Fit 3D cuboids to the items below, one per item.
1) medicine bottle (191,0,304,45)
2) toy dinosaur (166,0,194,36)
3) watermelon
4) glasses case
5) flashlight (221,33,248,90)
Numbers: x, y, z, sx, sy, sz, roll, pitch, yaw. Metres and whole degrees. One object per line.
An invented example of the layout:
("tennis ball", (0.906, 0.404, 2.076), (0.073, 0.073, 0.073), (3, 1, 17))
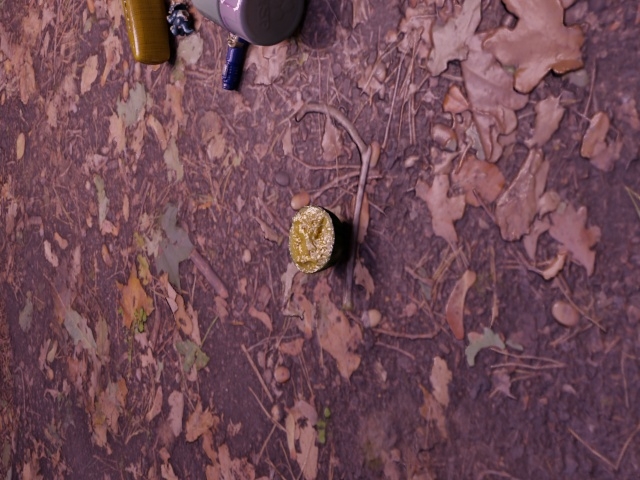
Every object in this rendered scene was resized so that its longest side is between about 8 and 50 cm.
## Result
("medicine bottle", (-0.120, -0.394, 1.492), (0.168, 0.135, 0.135), (39, 120, 44))
("toy dinosaur", (-0.261, -0.417, 1.745), (0.047, 0.030, 0.083), (-43, 60, 45))
("watermelon", (0.000, 0.000, 1.410), (0.105, 0.062, 0.106), (-8, 79, 45))
("glasses case", (-0.341, -0.449, 1.806), (0.064, 0.079, 0.234), (-32, 67, 54))
("flashlight", (-0.150, -0.319, 1.608), (0.057, 0.035, 0.121), (36, 117, 44))
